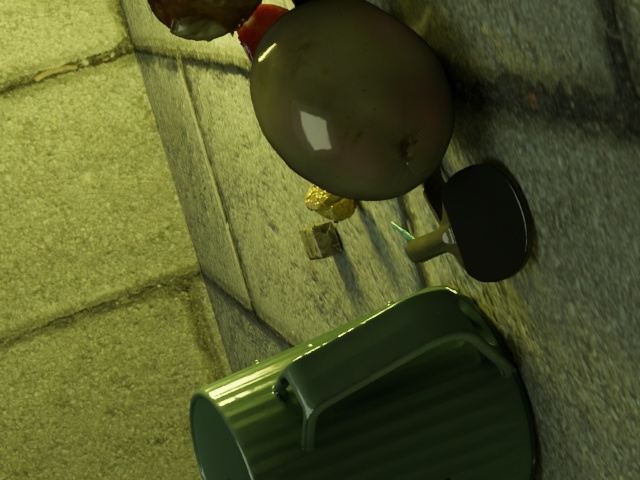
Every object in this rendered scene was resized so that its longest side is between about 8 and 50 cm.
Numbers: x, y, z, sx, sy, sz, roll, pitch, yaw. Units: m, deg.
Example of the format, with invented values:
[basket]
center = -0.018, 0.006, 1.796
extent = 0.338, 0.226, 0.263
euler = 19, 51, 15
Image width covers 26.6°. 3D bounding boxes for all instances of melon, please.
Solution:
[melon]
center = 0.035, -0.172, 1.616
extent = 0.317, 0.223, 0.223
euler = -131, 26, -56

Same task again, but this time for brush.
[brush]
center = 0.136, -0.083, 1.729
extent = 0.036, 0.043, 0.248
euler = 82, 163, -61

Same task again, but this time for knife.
[knife]
center = 0.122, -0.009, 1.952
extent = 0.091, 0.005, 0.014
euler = -139, 34, -63

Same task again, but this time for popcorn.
[popcorn]
center = 0.024, -0.070, 2.134
extent = 0.084, 0.084, 0.084
euler = 161, 90, -76

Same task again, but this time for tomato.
[tomato]
center = -0.057, -0.302, 2.084
extent = 0.159, 0.091, 0.139
euler = 43, -155, -55

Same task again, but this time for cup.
[cup]
center = 0.052, 0.218, 1.762
extent = 0.310, 0.392, 0.401
euler = 39, 141, 55

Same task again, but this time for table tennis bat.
[table tennis bat]
center = 0.172, -0.010, 1.609
extent = 0.246, 0.022, 0.138
euler = -27, 79, 61

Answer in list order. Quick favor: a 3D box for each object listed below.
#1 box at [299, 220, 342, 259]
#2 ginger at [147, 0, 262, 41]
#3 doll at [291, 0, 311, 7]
[box]
center = 0.000, 0.000, 2.350
extent = 0.098, 0.045, 0.062
euler = 162, 88, -75
[ginger]
center = -0.101, -0.373, 1.694
extent = 0.418, 0.176, 0.254
euler = -43, 36, 43
[doll]
center = -0.013, -0.393, 1.815
extent = 0.127, 0.088, 0.248
euler = -33, -66, -83
